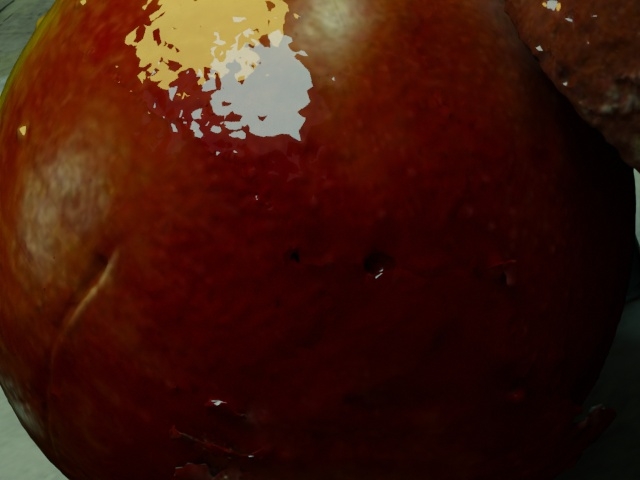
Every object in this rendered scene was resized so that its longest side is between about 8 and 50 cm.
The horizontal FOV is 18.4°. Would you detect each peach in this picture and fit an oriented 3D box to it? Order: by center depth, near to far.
[{"bbox_3d":[0.000,0.000,0.967,0.370,0.370,0.370,-19,29,11],"label":"peach"}]

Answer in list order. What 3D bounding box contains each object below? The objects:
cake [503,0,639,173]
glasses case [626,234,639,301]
[{"bbox_3d":[0.172,-0.138,0.871,0.151,0.177,0.283,-36,45,26],"label":"cake"},{"bbox_3d":[0.127,-0.049,1.215,0.056,0.105,0.266,-4,25,-15],"label":"glasses case"}]
